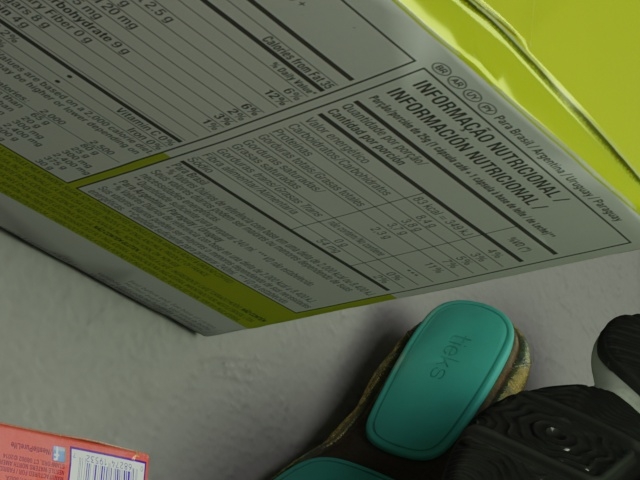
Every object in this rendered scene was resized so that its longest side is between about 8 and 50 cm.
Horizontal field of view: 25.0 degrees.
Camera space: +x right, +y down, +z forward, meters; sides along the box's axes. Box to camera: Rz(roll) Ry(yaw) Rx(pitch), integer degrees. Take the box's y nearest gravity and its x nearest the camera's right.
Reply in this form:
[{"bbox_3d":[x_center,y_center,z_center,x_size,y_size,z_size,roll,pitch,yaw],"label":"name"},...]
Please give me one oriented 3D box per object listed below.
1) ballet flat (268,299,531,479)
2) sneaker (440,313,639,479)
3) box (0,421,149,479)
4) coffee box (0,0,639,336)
[{"bbox_3d":[0.037,0.172,0.921,0.348,0.123,0.123,-45,114,-44],"label":"ballet flat"},{"bbox_3d":[0.170,0.222,0.908,0.447,0.169,0.257,-21,130,-62],"label":"sneaker"},{"bbox_3d":[-0.228,0.142,0.579,0.300,0.142,0.154,20,64,-45],"label":"box"},{"bbox_3d":[-0.031,-0.183,0.758,0.338,0.334,0.338,33,55,-40],"label":"coffee box"}]
